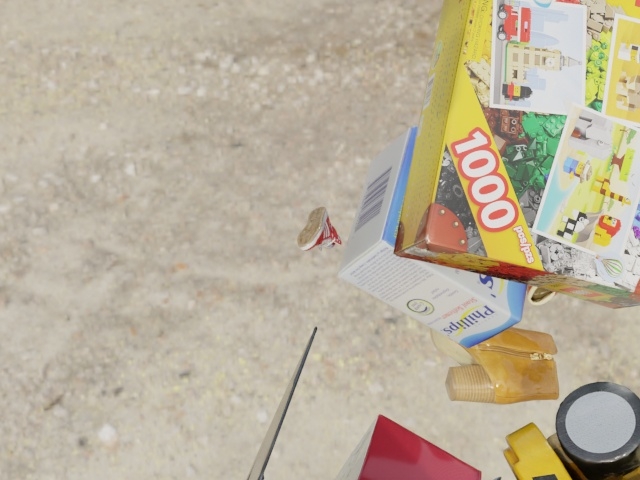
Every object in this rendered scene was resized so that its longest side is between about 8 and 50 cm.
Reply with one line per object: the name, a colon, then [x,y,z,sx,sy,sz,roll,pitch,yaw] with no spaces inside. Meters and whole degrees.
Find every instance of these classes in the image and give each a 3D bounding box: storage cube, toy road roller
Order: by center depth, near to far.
toy road roller: [0.287,0.336,0.976,0.241,0.202,0.329,-29,47,3]
storage cube: [0.116,0.426,1.471,0.193,0.183,0.215,30,31,0]

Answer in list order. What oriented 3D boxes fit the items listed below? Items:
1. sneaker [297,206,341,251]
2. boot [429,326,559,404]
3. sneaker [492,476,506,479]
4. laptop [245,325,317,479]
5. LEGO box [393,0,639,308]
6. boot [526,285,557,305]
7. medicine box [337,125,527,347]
sneaker: [0.000,0.000,1.519,0.042,0.067,0.118,-16,25,23]
boot: [0.320,0.175,1.759,0.211,0.104,0.295,-2,52,-8]
sneaker: [0.256,0.359,1.359,0.098,0.069,0.038,-1,62,-62]
laptop: [-0.017,0.398,1.127,0.236,0.382,0.408,-19,53,-41]
LEGO box: [0.352,-0.181,1.435,0.373,0.500,0.193,13,-9,-7]
boot: [0.435,0.063,1.694,0.059,0.158,0.085,51,21,5]
medicine box: [0.210,-0.004,1.639,0.289,0.149,0.263,29,53,-17]
